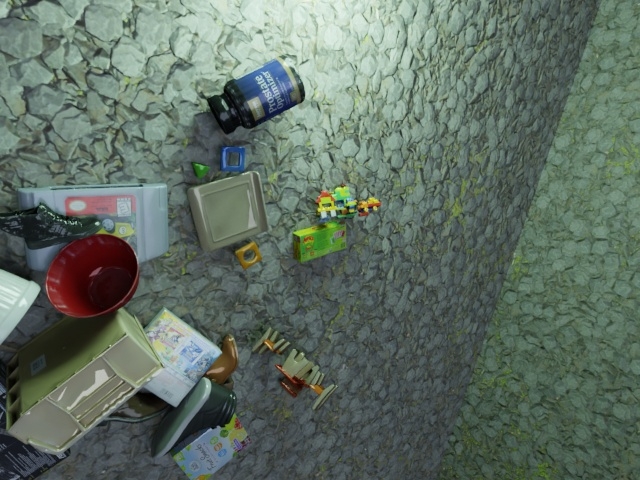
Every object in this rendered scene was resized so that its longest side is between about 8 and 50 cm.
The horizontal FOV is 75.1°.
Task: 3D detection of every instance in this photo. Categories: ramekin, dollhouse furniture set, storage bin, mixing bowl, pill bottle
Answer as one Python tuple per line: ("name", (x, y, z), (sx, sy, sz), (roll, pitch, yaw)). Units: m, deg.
("ramekin", (-0.654, 0.144, 0.788), (0.109, 0.207, 0.207), (42, 79, -30))
("dollhouse furniture set", (-0.085, 0.425, 1.313), (0.135, 0.262, 0.259), (-49, 160, -10))
("storage bin", (-0.514, 0.266, 0.897), (0.260, 0.262, 0.123), (-40, 126, -19))
("mixing bowl", (-0.464, 0.085, 0.886), (0.181, 0.181, 0.098), (-42, 165, -18))
("pill bottle", (-0.158, -0.351, 1.021), (0.219, 0.123, 0.123), (-31, 124, -10))

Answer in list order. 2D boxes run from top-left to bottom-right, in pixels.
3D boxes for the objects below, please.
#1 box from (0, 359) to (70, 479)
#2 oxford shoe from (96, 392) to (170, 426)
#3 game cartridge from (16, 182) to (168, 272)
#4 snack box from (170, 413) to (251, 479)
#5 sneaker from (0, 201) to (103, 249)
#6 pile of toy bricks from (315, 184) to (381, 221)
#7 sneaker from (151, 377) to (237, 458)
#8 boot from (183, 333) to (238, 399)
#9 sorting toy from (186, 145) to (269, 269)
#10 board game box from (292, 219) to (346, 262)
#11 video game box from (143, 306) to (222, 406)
("box", (-0.747, 0.437, 0.904), (0.242, 0.076, 0.307), (-31, 123, -25))
("oxford shoe", (-0.499, 0.420, 1.087), (0.227, 0.083, 0.096), (12, 95, -41))
("game cartridge", (-0.495, -0.028, 0.941), (0.294, 0.060, 0.196), (-9, 116, -35))
("snack box", (-0.340, 0.630, 1.295), (0.207, 0.070, 0.174), (-33, 124, -22))
("sneaker", (-0.539, -0.038, 0.835), (0.170, 0.051, 0.089), (-21, 123, -26))
("pile of toy bricks", (0.074, -0.127, 1.325), (0.212, 0.118, 0.105), (-9, 84, -18))
("sneaker", (-0.352, 0.525, 1.186), (0.147, 0.104, 0.296), (33, 102, -35))
("boot", (-0.324, 0.374, 1.213), (0.152, 0.073, 0.197), (0, 104, -33))
("sorting toy", (-0.246, -0.080, 1.119), (0.196, 0.047, 0.347), (-20, 118, -26))
("board game box", (0.000, 0.000, 1.338), (0.181, 0.043, 0.092), (-18, 116, -32))
("video game box", (-0.403, 0.312, 1.113), (0.187, 0.048, 0.205), (-48, 114, -10))
